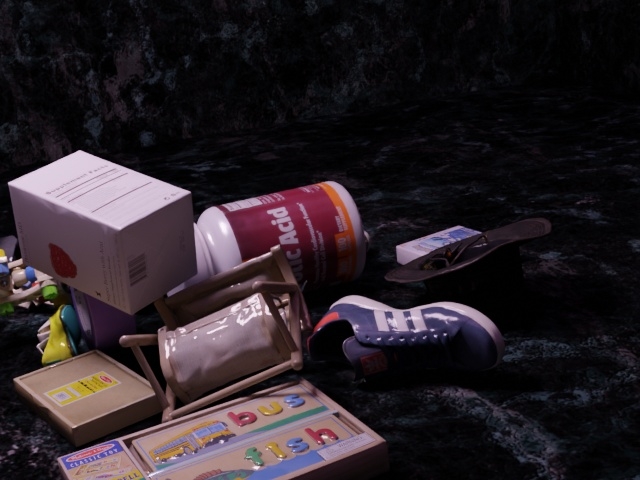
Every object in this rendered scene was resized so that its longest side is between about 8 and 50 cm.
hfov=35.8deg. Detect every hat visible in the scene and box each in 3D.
[{"bbox_3d":[0.297,0.071,1.892,0.331,0.134,0.331,-19,3,1],"label":"hat"}]

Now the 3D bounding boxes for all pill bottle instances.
[{"bbox_3d":[-0.124,0.021,2.052,0.392,0.224,0.224,-14,19,-22],"label":"pill bottle"}]

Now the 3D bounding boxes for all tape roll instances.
[{"bbox_3d":[-0.422,0.120,1.908,0.080,0.189,0.189,-14,19,-22],"label":"tape roll"}]

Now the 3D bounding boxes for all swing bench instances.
[{"bbox_3d":[-0.160,0.151,1.658,0.253,0.165,0.255,-24,9,10],"label":"swing bench"}]

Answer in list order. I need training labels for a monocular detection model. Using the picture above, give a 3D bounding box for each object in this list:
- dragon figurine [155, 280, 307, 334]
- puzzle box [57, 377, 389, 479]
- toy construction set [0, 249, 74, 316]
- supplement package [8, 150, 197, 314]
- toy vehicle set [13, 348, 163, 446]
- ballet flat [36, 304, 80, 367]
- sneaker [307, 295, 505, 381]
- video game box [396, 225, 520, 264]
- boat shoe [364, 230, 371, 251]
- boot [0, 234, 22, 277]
[{"bbox_3d":[-0.159,0.157,1.862,0.289,0.085,0.144,-10,20,3],"label":"dragon figurine"},{"bbox_3d":[-0.142,0.319,1.414,0.409,0.052,0.272,-15,19,-25],"label":"puzzle box"},{"bbox_3d":[-0.588,0.096,2.063,0.215,0.151,0.328,-16,-5,-7],"label":"toy construction set"},{"bbox_3d":[-0.390,-0.020,1.783,0.293,0.177,0.175,20,36,32],"label":"supplement package"},{"bbox_3d":[-0.401,0.264,1.704,0.166,0.035,0.267,-18,21,-33],"label":"toy vehicle set"},{"bbox_3d":[-0.513,0.188,1.930,0.077,0.077,0.231,-23,22,-7],"label":"ballet flat"},{"bbox_3d":[0.130,0.182,1.648,0.350,0.131,0.148,1,25,39],"label":"sneaker"},{"bbox_3d":[0.299,0.027,2.169,0.187,0.048,0.205,-20,22,-29],"label":"video game box"},{"bbox_3d":[0.000,0.000,2.302,0.228,0.081,0.068,4,16,23],"label":"boat shoe"},{"bbox_3d":[-0.908,0.097,2.273,0.445,0.146,0.367,-3,19,-4],"label":"boot"}]
